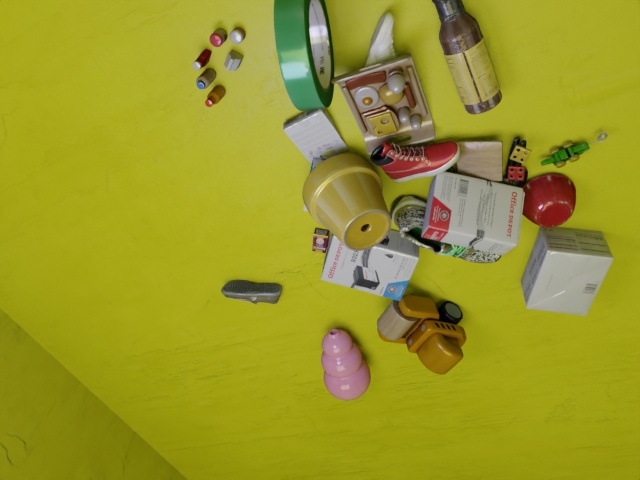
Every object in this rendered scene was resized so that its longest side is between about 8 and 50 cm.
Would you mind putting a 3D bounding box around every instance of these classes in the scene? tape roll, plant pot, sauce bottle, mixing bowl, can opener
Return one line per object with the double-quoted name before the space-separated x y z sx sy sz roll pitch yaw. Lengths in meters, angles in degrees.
"tape roll" -0.034 -0.500 1.297 0.077 0.321 0.321 -3 127 13
"plant pot" 0.099 -0.105 1.576 0.254 0.239 0.254 -14 135 -15
"sauce bottle" 0.386 -0.509 1.342 0.112 0.111 0.344 -17 123 23
"mixing bowl" 0.721 -0.108 1.584 0.182 0.098 0.181 2 130 2
"can opener" 0.599 -0.235 1.553 0.059 0.073 0.186 33 147 43

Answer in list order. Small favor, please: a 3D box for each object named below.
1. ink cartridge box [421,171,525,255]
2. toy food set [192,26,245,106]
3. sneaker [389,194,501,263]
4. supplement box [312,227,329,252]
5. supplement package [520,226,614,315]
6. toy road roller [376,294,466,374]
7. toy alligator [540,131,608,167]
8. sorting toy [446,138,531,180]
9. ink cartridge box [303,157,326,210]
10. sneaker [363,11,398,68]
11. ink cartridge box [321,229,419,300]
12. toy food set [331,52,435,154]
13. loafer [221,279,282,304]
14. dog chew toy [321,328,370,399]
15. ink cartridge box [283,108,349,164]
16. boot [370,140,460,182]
"ink cartridge box" 0.472 -0.085 1.571 0.273 0.196 0.114 13 162 3
"toy food set" -0.305 -0.515 1.478 0.111 0.104 0.232 29 128 -11
"sneaker" 0.418 0.008 1.692 0.411 0.182 0.158 21 129 -5
"supplement box" 0.000 0.000 1.859 0.055 0.043 0.083 8 129 4
"supplement package" 0.824 0.103 1.709 0.204 0.145 0.261 7 129 7
"toy road roller" 0.398 0.362 1.905 0.330 0.240 0.202 13 131 -21
"toy alligator" 0.755 -0.263 1.501 0.190 0.056 0.051 -25 161 26
"sorting toy" 0.500 -0.252 1.546 0.275 0.046 0.132 5 129 26
"ink cartridge box" 0.006 -0.180 1.699 0.104 0.060 0.180 10 129 -8
"sneaker" 0.182 -0.524 1.400 0.094 0.080 0.212 13 139 -5
"ink cartridge box" 0.176 0.066 1.821 0.308 0.129 0.223 15 129 0
"toy food set" 0.189 -0.379 1.455 0.220 0.092 0.306 -12 142 20
"loafer" -0.282 0.224 2.059 0.251 0.094 0.087 5 124 7
"dog chew toy" 0.096 0.521 2.156 0.207 0.206 0.331 -7 118 17
"ink cartridge box" -0.011 -0.336 1.615 0.146 0.045 0.179 -20 139 24
"boot" 0.282 -0.261 1.518 0.244 0.088 0.176 -17 151 32
